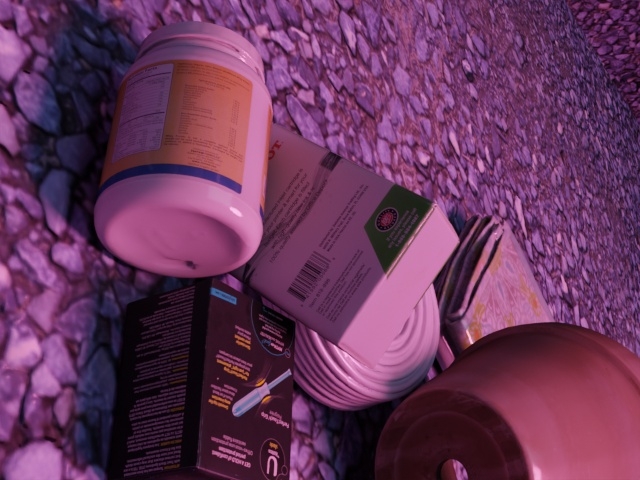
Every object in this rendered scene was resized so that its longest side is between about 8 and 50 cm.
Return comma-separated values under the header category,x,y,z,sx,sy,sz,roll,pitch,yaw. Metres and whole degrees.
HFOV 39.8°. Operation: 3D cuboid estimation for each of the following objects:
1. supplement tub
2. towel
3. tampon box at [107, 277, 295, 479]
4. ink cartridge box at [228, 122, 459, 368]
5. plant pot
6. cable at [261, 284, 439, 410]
category,x,y,z,sx,sy,sz,roll,pitch,yaw
supplement tub,-0.118,-0.082,0.798,0.144,0.144,0.200,39,44,-44
towel,0.291,0.182,1.401,0.375,0.090,0.320,61,34,-18
tampon box,-0.098,0.135,0.759,0.120,0.101,0.161,35,47,-46
ink cartridge box,0.000,0.000,0.842,0.153,0.208,0.087,-55,146,-6
plant pot,0.217,0.255,1.016,0.280,0.323,0.323,6,69,-53
cable,0.039,0.061,1.009,0.257,0.089,0.257,-3,77,-51
